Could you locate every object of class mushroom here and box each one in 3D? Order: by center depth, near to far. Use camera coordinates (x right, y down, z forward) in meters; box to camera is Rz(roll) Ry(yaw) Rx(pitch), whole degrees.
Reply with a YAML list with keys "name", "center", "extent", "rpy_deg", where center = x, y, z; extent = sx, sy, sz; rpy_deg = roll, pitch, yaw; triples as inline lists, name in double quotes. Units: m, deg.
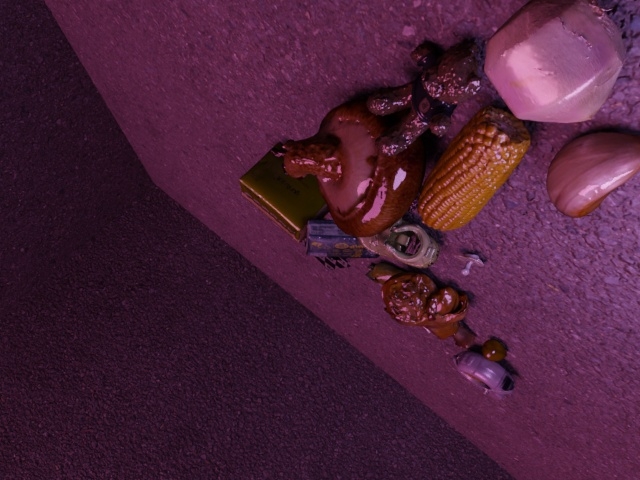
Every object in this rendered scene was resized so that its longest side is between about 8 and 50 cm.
- name: "mushroom"
  center: [0.074, -0.170, 1.145]
  extent: [0.345, 0.260, 0.345]
  rpy_deg: [20, 113, 59]

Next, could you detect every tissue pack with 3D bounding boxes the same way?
- name: "tissue pack"
  center: [0.082, 0.000, 1.615]
  extent: [0.257, 0.081, 0.185]
  rpy_deg: [1, 160, -4]
- name: "tissue pack"
  center: [-0.110, -0.161, 1.681]
  extent: [0.275, 0.200, 0.167]
  rpy_deg: [40, 163, 9]

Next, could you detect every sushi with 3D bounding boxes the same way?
- name: "sushi"
  center: [0.000, 0.000, 2.044]
  extent: [0.294, 0.059, 0.292]
  rpy_deg: [46, 161, -11]

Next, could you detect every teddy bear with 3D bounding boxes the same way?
- name: "teddy bear"
  center: [0.201, -0.272, 0.913]
  extent: [0.251, 0.129, 0.181]
  rpy_deg: [-24, 84, 53]

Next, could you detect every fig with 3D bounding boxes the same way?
- name: "fig"
  center: [0.596, 0.378, 1.664]
  extent: [0.088, 0.073, 0.074]
  rpy_deg: [18, 166, -12]

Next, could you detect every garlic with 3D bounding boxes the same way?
- name: "garlic"
  center: [0.447, -0.107, 0.806]
  extent: [0.128, 0.115, 0.206]
  rpy_deg: [47, 160, 6]

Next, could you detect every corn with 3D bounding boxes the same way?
- name: "corn"
  center: [0.304, -0.132, 1.009]
  extent: [0.144, 0.144, 0.387]
  rpy_deg: [40, 158, 7]

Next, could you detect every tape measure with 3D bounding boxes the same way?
- name: "tape measure"
  center: [0.609, 0.494, 1.811]
  extent: [0.236, 0.120, 0.197]
  rpy_deg: [34, 166, 10]

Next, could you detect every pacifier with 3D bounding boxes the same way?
- name: "pacifier"
  center: [0.411, 0.069, 1.352]
  extent: [0.068, 0.064, 0.083]
  rpy_deg: [33, 170, -33]

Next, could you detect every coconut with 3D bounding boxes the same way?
- name: "coconut"
  center: [0.327, -0.244, 0.670]
  extent: [0.183, 0.171, 0.171]
  rpy_deg: [47, 161, -5]

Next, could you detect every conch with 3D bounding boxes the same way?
- name: "conch"
  center: [0.250, 0.128, 1.815]
  extent: [0.201, 0.079, 0.095]
  rpy_deg: [15, 167, 38]

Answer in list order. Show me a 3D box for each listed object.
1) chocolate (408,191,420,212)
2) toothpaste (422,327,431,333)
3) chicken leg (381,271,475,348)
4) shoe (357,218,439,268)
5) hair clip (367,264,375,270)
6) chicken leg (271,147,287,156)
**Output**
- name: "chocolate"
  center: [0.207, -0.139, 1.305]
  extent: [0.147, 0.070, 0.072]
  rpy_deg: [36, 156, 4]
- name: "toothpaste"
  center: [0.386, 0.303, 1.975]
  extent: [0.233, 0.038, 0.060]
  rpy_deg: [44, 160, 4]
- name: "chicken leg"
  center: [0.410, 0.251, 1.653]
  extent: [0.409, 0.182, 0.295]
  rpy_deg: [42, 147, -22]
- name: "shoe"
  center: [0.229, -0.015, 1.442]
  extent: [0.262, 0.140, 0.128]
  rpy_deg: [28, 168, 22]
- name: "hair clip"
  center: [0.273, 0.161, 1.883]
  extent: [0.229, 0.036, 0.066]
  rpy_deg: [40, 158, 28]
- name: "chicken leg"
  center: [-0.069, -0.263, 1.577]
  extent: [0.093, 0.053, 0.205]
  rpy_deg: [-2, -163, -44]
